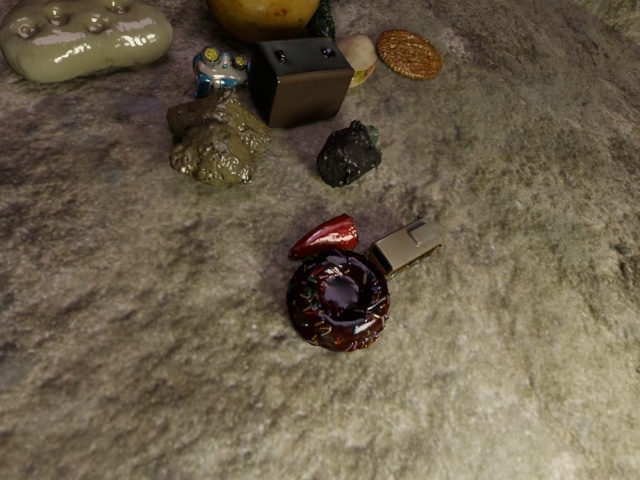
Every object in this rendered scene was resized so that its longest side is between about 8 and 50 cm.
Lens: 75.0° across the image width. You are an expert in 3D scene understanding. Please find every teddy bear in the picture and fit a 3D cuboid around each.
[{"bbox_3d":[-0.238,-0.232,0.974,0.266,0.156,0.256,8,60,-14],"label":"teddy bear"}]

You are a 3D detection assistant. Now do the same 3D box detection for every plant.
[{"bbox_3d":[0.082,-0.225,1.073,0.142,0.131,0.203,51,44,-21],"label":"plant"}]

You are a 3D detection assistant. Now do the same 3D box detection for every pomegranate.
[{"bbox_3d":[-0.186,-0.777,1.190,0.416,0.417,0.417,8,58,-13],"label":"pomegranate"}]

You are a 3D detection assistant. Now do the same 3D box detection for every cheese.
[{"bbox_3d":[-0.580,-0.497,1.037,0.350,0.130,0.329,16,55,-5],"label":"cheese"}]

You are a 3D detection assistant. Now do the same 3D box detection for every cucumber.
[{"bbox_3d":[-0.002,-0.715,1.339,0.096,0.096,0.360,3,51,-16],"label":"cucumber"}]

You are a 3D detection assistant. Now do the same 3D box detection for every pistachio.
[{"bbox_3d":[0.094,-0.552,1.290,0.145,0.117,0.201,24,63,8],"label":"pistachio"}]

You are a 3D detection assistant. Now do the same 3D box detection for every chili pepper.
[{"bbox_3d":[0.000,0.004,0.969,0.168,0.065,0.088,-21,94,-19],"label":"chili pepper"}]

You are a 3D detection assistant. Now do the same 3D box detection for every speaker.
[{"bbox_3d":[-0.056,-0.429,1.123,0.230,0.193,0.153,-17,66,-27],"label":"speaker"}]

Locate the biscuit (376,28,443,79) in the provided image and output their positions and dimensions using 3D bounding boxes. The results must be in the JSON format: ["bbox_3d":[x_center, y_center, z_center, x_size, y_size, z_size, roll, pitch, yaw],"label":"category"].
[{"bbox_3d":[0.314,-0.660,1.470,0.253,0.035,0.254,7,59,-12],"label":"biscuit"}]

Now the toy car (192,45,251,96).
[{"bbox_3d":[-0.261,-0.434,1.121,0.161,0.126,0.098,4,81,-26],"label":"toy car"}]

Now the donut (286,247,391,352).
[{"bbox_3d":[0.045,0.116,0.886,0.234,0.089,0.235,4,58,-7],"label":"donut"}]

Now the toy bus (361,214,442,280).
[{"bbox_3d":[0.197,0.018,0.988,0.182,0.103,0.091,-25,71,-28],"label":"toy bus"}]
